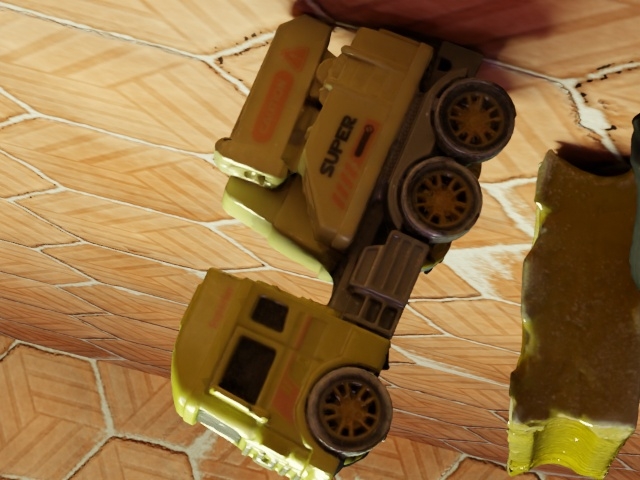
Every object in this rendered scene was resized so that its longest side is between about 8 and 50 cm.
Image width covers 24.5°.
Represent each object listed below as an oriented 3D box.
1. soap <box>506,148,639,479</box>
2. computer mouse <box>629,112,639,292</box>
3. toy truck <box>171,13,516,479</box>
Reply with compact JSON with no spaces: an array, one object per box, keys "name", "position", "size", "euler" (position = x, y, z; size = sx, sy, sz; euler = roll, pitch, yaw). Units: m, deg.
[{"name":"soap","position":[0.193,0.072,1.115],"size":[0.091,0.199,0.315],"euler":[7,165,10]},{"name":"computer mouse","position":[0.260,-0.021,0.879],"size":[0.147,0.088,0.264],"euler":[8,155,15]},{"name":"toy truck","position":[0.000,0.000,0.867],"size":[0.157,0.272,0.124],"euler":[23,167,1]}]
